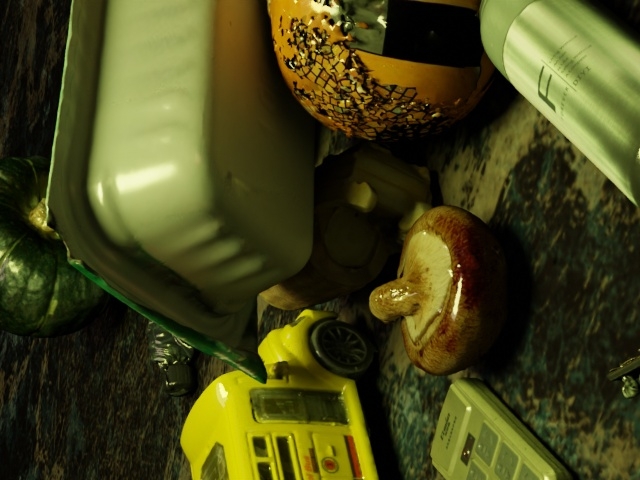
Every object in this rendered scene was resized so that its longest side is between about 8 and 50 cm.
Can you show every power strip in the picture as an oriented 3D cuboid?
[{"bbox_3d":[0.123,0.159,1.030,0.169,0.028,0.076,-135,56,-60],"label":"power strip"}]

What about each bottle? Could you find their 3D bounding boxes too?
[{"bbox_3d":[0.180,-0.108,0.920,0.096,0.079,0.253,-61,31,19],"label":"bottle"}]

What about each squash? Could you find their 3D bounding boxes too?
[{"bbox_3d":[-0.373,0.006,1.892,0.165,0.252,0.252,-48,41,42],"label":"squash"}]

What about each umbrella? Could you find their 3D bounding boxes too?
[{"bbox_3d":[-0.186,0.080,1.686,0.080,0.071,0.224,83,174,-61],"label":"umbrella"}]

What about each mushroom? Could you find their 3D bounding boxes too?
[{"bbox_3d":[0.091,0.036,1.062,0.127,0.087,0.127,-177,90,-68],"label":"mushroom"}]

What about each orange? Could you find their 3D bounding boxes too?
[{"bbox_3d":[0.050,-0.193,1.107,0.234,0.182,0.234,176,90,-86],"label":"orange"}]

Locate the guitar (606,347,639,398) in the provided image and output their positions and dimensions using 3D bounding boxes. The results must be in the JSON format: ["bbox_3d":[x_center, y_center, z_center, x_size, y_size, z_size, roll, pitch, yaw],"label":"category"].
[{"bbox_3d":[0.233,0.035,0.784,0.271,0.084,0.038,125,143,-56],"label":"guitar"}]

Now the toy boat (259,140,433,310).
[{"bbox_3d":[0.000,0.000,1.245,0.310,0.089,0.115,-26,43,60],"label":"toy boat"}]

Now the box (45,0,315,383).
[{"bbox_3d":[-0.082,-0.091,1.135,0.106,0.264,0.336,-15,57,27],"label":"box"}]

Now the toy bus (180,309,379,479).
[{"bbox_3d":[-0.025,0.214,1.191,0.144,0.152,0.330,119,148,-42],"label":"toy bus"}]
